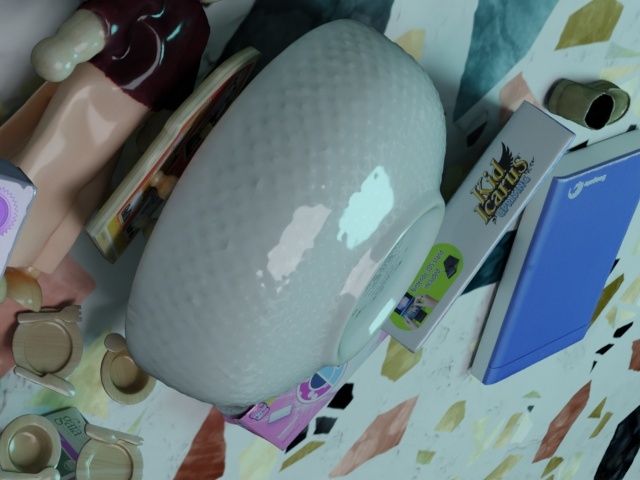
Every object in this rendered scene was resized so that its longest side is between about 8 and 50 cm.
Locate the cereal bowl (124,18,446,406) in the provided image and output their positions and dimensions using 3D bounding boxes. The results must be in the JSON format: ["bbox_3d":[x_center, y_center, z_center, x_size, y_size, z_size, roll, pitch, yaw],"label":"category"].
[{"bbox_3d":[0.000,0.000,1.025,0.339,0.141,0.339,-51,165,-20],"label":"cereal bowl"}]

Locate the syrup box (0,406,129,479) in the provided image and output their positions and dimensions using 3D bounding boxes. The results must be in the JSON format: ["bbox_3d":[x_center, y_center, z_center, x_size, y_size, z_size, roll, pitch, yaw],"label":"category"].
[{"bbox_3d":[-0.243,0.275,1.134,0.096,0.093,0.237,-21,137,-36],"label":"syrup box"}]

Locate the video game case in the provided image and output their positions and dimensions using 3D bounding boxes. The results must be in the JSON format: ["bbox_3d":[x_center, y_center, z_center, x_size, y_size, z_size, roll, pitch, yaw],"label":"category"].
[{"bbox_3d":[0.150,-0.018,1.244,0.244,0.061,0.269,-54,175,7],"label":"video game case"}]

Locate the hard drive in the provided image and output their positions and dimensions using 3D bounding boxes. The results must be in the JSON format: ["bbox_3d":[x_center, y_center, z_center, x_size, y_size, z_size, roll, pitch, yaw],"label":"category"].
[{"bbox_3d":[0.309,0.023,1.590,0.210,0.040,0.319,-19,136,-38],"label":"hard drive"}]

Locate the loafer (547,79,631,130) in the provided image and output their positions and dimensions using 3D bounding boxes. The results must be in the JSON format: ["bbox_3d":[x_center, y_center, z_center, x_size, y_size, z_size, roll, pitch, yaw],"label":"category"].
[{"bbox_3d":[0.311,-0.148,1.418,0.148,0.050,0.056,-6,127,-47],"label":"loafer"}]

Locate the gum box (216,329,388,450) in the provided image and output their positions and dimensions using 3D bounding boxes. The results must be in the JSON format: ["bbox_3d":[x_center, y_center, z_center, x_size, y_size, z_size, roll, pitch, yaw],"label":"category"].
[{"bbox_3d":[-0.021,0.119,1.273,0.188,0.062,0.107,-48,147,-5],"label":"gum box"}]

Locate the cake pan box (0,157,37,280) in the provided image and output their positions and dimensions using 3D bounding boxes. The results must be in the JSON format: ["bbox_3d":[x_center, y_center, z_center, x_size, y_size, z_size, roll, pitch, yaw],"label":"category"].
[{"bbox_3d":[-0.323,0.035,0.728,0.245,0.070,0.267,21,96,-34],"label":"cake pan box"}]

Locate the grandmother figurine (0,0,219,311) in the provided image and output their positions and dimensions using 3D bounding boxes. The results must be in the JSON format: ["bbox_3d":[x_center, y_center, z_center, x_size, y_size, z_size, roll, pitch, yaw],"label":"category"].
[{"bbox_3d":[-0.145,-0.114,0.880,0.342,0.104,0.208,-54,174,0],"label":"grandmother figurine"}]

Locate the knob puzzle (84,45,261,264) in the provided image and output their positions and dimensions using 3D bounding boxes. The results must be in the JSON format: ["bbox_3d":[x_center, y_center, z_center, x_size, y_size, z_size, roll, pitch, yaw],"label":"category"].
[{"bbox_3d":[-0.099,-0.064,0.947,0.213,0.030,0.213,-54,179,-1],"label":"knob puzzle"}]

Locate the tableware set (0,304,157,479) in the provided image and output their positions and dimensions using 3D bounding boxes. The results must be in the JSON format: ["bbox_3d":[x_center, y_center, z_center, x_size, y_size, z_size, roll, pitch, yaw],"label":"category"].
[{"bbox_3d":[-0.196,0.139,1.032,0.141,0.020,0.169,17,75,-37],"label":"tableware set"}]
